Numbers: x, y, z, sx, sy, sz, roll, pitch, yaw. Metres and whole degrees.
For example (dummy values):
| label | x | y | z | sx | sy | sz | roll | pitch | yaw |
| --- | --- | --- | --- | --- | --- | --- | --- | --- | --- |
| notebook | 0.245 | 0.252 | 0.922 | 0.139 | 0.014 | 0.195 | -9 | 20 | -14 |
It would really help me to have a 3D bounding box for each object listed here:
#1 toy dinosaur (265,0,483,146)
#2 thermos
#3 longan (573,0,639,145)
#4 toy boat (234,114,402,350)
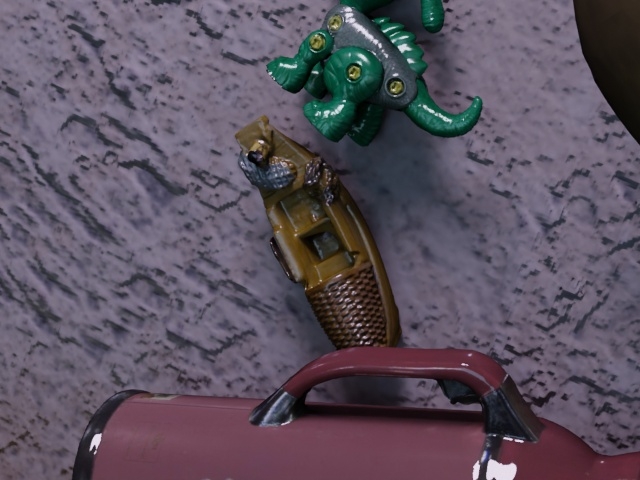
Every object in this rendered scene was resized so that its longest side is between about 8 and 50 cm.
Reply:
| label | x | y | z | sx | sy | sz | roll | pitch | yaw |
| --- | --- | --- | --- | --- | --- | --- | --- | --- | --- |
| toy dinosaur | 0.031 | -0.099 | 0.767 | 0.132 | 0.059 | 0.096 | 46 | 109 | 18 |
| thermos | 0.038 | 0.128 | 0.782 | 0.330 | 0.109 | 0.136 | 1 | 80 | 24 |
| longan | 0.214 | -0.123 | 0.590 | 0.248 | 0.248 | 0.248 | 5 | 103 | 23 |
| toy boat | 0.000 | 0.000 | 0.801 | 0.047 | 0.049 | 0.149 | -28 | 88 | 27 |
